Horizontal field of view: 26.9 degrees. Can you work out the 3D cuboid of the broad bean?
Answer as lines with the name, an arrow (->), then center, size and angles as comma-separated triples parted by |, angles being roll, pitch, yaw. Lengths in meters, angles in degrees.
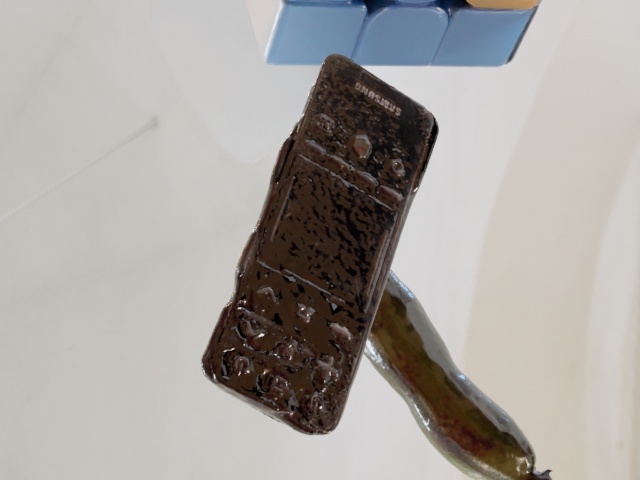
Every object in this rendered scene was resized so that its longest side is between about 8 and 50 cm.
broad bean -> 0.090, 0.113, 1.151 | 0.077, 0.061, 0.339 | -30, -101, -45

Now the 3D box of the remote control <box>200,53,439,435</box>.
remote control -> 0.000, 0.000, 0.329 | 0.039, 0.014, 0.096 | 31, -120, -20

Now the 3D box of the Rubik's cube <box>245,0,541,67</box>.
Rubik's cube -> 0.077, -0.377, 1.400 | 0.292, 0.290, 0.291 | -3, -126, -19
